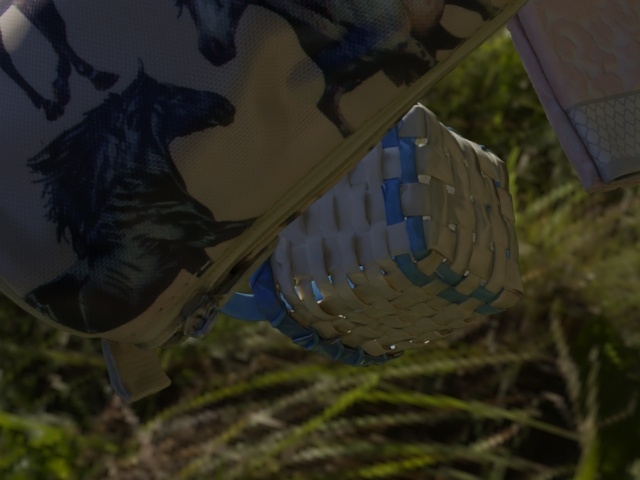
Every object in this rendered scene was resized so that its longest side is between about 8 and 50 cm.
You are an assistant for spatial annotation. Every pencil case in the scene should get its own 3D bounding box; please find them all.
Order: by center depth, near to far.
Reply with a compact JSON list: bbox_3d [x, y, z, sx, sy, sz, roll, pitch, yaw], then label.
[{"bbox_3d":[0.011,-0.120,0.795,0.410,0.183,0.160,-40,-1,16],"label":"pencil case"}]

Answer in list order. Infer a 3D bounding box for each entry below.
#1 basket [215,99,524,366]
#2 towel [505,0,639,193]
[{"bbox_3d":[0.000,0.000,1.475,0.289,0.255,0.201,-18,68,23],"label":"basket"},{"bbox_3d":[0.357,-0.216,2.104,0.053,0.332,0.317,-37,70,46],"label":"towel"}]
